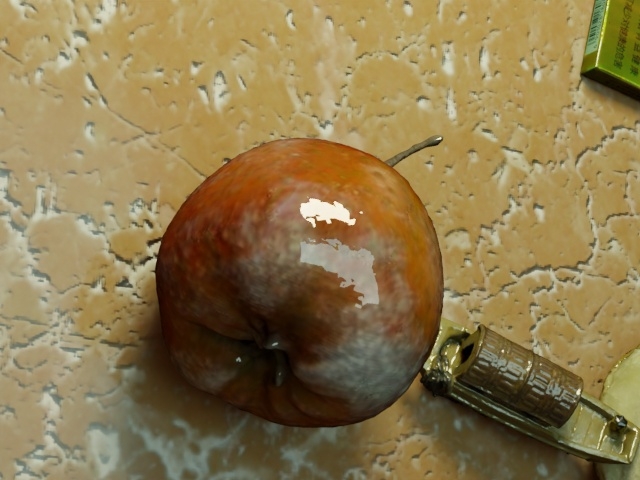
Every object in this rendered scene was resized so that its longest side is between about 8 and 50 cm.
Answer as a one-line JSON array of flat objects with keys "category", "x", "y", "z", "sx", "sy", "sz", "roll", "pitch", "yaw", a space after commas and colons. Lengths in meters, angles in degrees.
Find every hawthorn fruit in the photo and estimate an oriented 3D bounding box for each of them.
[{"category": "hawthorn fruit", "x": -0.019, "y": 0.030, "z": 1.208, "sx": 0.235, "sy": 0.263, "sz": 0.231, "roll": 14, "pitch": 110, "yaw": -14}]

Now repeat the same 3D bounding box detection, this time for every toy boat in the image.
[{"category": "toy boat", "x": 0.188, "y": 0.138, "z": 1.338, "sx": 0.226, "sy": 0.088, "sz": 0.068, "roll": 27, "pitch": 64, "yaw": -7}]

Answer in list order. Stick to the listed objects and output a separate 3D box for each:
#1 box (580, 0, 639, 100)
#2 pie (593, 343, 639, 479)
[{"category": "box", "x": 0.362, "y": -0.193, "z": 1.528, "sx": 0.193, "sy": 0.030, "sz": 0.121, "roll": 21, "pitch": 72, "yaw": -22}, {"category": "pie", "x": 0.406, "y": 0.213, "z": 1.443, "sx": 0.315, "sy": 0.092, "sz": 0.315, "roll": 5, "pitch": 79, "yaw": -27}]
